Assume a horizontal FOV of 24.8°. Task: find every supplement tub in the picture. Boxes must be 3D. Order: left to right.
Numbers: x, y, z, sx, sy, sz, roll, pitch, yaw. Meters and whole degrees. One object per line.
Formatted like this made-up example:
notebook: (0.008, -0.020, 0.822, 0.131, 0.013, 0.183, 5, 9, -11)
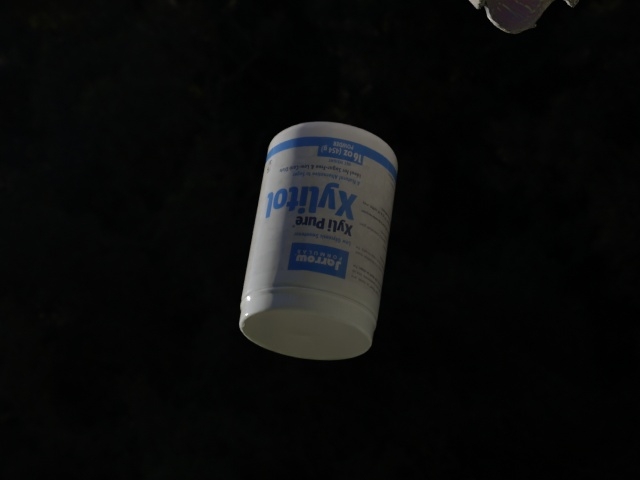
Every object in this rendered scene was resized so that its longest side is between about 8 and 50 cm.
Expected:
supplement tub: (0.000, 0.000, 0.745, 0.071, 0.071, 0.107, -34, 42, 55)

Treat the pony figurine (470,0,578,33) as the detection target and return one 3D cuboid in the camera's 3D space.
pony figurine: (0.084, -0.312, 0.721, 0.351, 0.303, 0.363, -47, -11, -39)
